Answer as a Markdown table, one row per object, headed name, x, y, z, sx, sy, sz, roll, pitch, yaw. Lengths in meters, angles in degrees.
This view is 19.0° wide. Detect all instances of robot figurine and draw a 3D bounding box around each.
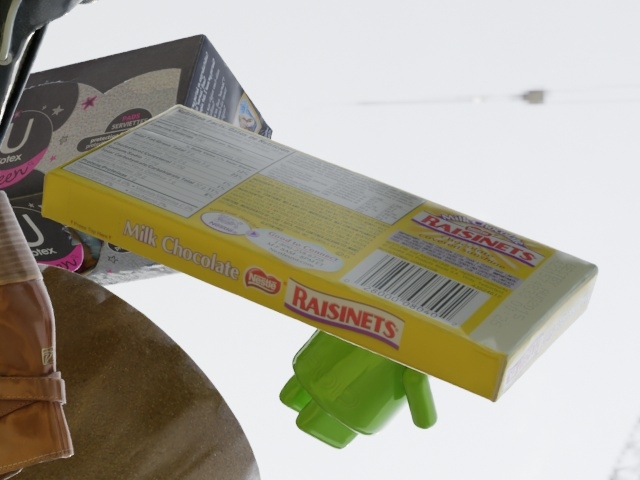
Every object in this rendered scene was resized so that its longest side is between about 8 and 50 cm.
| name | x | y | z | sx | sy | sz | roll | pitch | yaw |
| --- | --- | --- | --- | --- | --- | --- | --- | --- | --- |
| robot figurine | 0.030 | 0.063 | 1.078 | 0.115 | 0.067 | 0.101 | -49 | -141 | 9 |

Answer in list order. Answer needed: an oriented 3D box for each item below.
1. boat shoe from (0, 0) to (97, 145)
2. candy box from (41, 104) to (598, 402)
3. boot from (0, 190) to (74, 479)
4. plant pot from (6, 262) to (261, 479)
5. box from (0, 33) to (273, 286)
| name | x | y | z | sx | sy | sz | roll | pitch | yaw |
| --- | --- | --- | --- | --- | --- | --- | --- | --- | --- |
| boat shoe | -0.151 | -0.155 | 1.005 | 0.302 | 0.091 | 0.114 | -46 | -164 | 48 |
| candy box | 0.000 | 0.000 | 0.777 | 0.205 | 0.105 | 0.027 | 22 | -65 | 20 |
| boot | -0.224 | 0.071 | 1.059 | 0.197 | 0.073 | 0.152 | -20 | -95 | 38 |
| plant pot | -0.209 | 0.184 | 1.248 | 0.237 | 0.254 | 0.237 | 31 | -33 | 23 |
| box | -0.192 | -0.061 | 1.692 | 0.247 | 0.142 | 0.163 | -10 | -132 | 27 |
